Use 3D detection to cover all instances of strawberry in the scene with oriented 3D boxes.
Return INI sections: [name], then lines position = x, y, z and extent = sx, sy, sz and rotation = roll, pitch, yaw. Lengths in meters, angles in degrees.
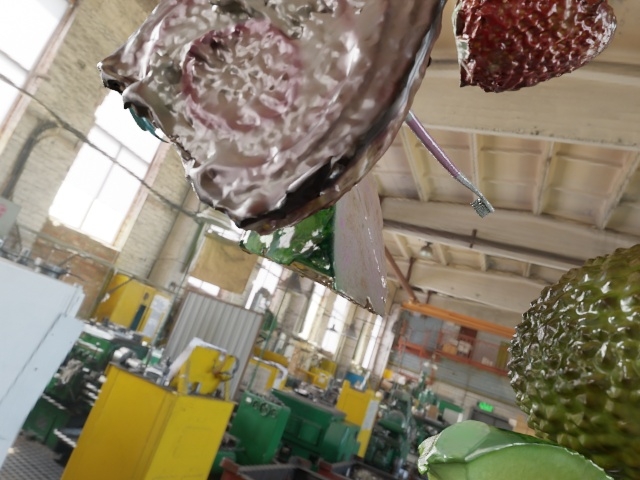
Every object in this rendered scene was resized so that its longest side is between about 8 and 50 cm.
[strawberry]
position = 0.473, -0.487, 1.076
extent = 0.343, 0.292, 0.292
rotation = -1, -22, 27

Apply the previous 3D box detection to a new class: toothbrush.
[toothbrush]
position = 0.177, -0.104, 0.665
extent = 0.286, 0.025, 0.020
rotation = 35, 23, -40

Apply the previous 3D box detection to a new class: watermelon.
[watermelon]
position = -0.025, -0.011, 0.730
extent = 0.222, 0.319, 0.292
rotation = -14, -30, 20

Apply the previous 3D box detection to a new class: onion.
[onion]
position = -0.017, -0.147, 0.416
extent = 0.314, 0.280, 0.146
rotation = 49, 0, 36

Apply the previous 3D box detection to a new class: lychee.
[lychee]
position = 0.369, 0.131, 0.499
extent = 0.270, 0.270, 0.320
rotation = 30, -36, -34

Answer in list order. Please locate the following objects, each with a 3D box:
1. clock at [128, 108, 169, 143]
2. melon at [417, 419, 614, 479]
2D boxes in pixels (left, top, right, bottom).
[clock]
position = -0.319, -0.245, 0.875
extent = 0.045, 0.147, 0.108
rotation = -18, -1, 0
[melon]
position = 0.184, 0.255, 0.431
extent = 0.196, 0.124, 0.323
rotation = -10, -62, 33
